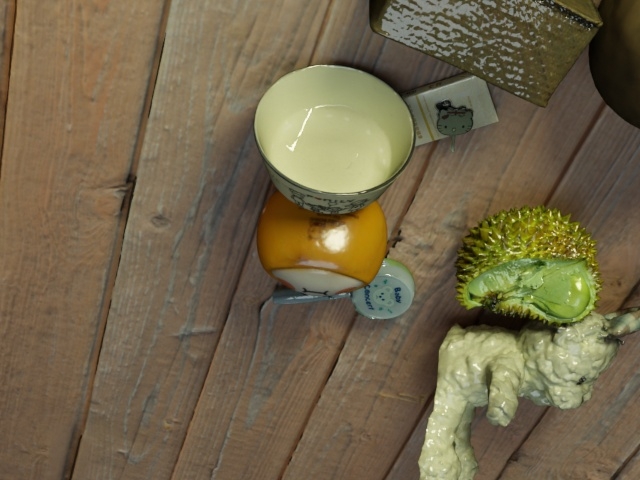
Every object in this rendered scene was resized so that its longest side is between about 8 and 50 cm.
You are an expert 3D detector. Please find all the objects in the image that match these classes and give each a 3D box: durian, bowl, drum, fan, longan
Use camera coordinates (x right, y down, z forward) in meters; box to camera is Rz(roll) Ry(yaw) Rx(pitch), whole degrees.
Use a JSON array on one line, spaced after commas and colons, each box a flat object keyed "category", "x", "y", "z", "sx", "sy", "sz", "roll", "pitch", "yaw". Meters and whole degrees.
[{"category": "durian", "x": 0.332, "y": 0.039, "z": 1.431, "sx": 0.237, "sy": 0.176, "sz": 0.200, "roll": 1, "pitch": 118, "yaw": -2}, {"category": "bowl", "x": 0.017, "y": -0.137, "z": 1.309, "sx": 0.238, "sy": 0.237, "sz": 0.126, "roll": 8, "pitch": 152, "yaw": -1}, {"category": "drum", "x": 0.043, "y": 0.078, "z": 1.566, "sx": 0.253, "sy": 0.049, "sz": 0.130, "roll": 7, "pitch": 128, "yaw": 0}, {"category": "fan", "x": 0.208, "y": -0.171, "z": 1.356, "sx": 0.056, "sy": 0.004, "sz": 0.083, "roll": -1, "pitch": 131, "yaw": 4}, {"category": "longan", "x": 0.502, "y": -0.257, "z": 1.120, "sx": 0.298, "sy": 0.297, "sz": 0.297, "roll": 3, "pitch": 128, "yaw": 3}]

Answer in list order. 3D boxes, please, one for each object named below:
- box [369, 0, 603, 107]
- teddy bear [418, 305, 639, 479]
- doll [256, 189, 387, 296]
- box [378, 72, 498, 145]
[{"category": "box", "x": 0.210, "y": -0.319, "z": 1.159, "sx": 0.273, "sy": 0.184, "sz": 0.143, "roll": 22, "pitch": 125, "yaw": -12}, {"category": "teddy bear", "x": 0.382, "y": 0.280, "z": 1.534, "sx": 0.362, "sy": 0.375, "sz": 0.327, "roll": 4, "pitch": 173, "yaw": 24}, {"category": "doll", "x": 0.000, "y": 0.000, "z": 1.442, "sx": 0.214, "sy": 0.213, "sz": 0.236, "roll": 11, "pitch": 166, "yaw": -3}, {"category": "box", "x": 0.182, "y": -0.200, "z": 1.354, "sx": 0.167, "sy": 0.024, "sz": 0.090, "roll": -16, "pitch": 125, "yaw": 16}]
